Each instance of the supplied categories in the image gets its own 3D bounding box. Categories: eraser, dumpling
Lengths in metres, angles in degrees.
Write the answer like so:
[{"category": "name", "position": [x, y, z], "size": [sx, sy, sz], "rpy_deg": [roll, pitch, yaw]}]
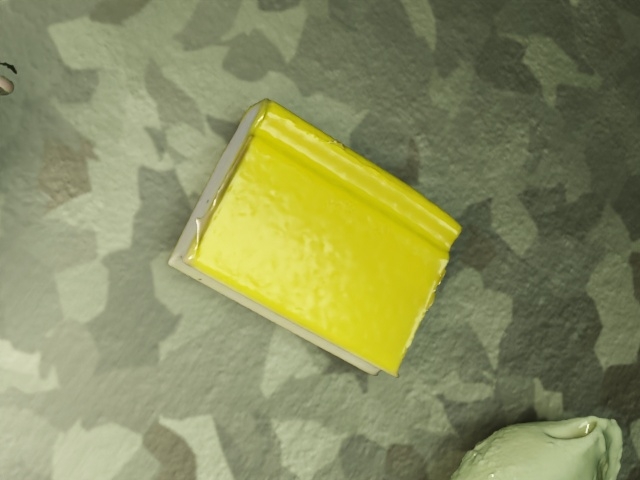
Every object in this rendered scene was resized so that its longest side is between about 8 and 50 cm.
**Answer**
[{"category": "eraser", "position": [0.000, 0.000, 0.887], "size": [0.226, 0.069, 0.158], "rpy_deg": [30, 79, -20]}, {"category": "dumpling", "position": [0.180, 0.234, 0.946], "size": [0.219, 0.152, 0.108], "rpy_deg": [-27, 54, -8]}]

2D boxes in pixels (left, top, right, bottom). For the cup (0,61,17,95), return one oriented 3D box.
[{"category": "cup", "position": [-0.345, -0.006, 0.654], "size": [0.253, 0.253, 0.273], "rpy_deg": [12, 89, -22]}]
